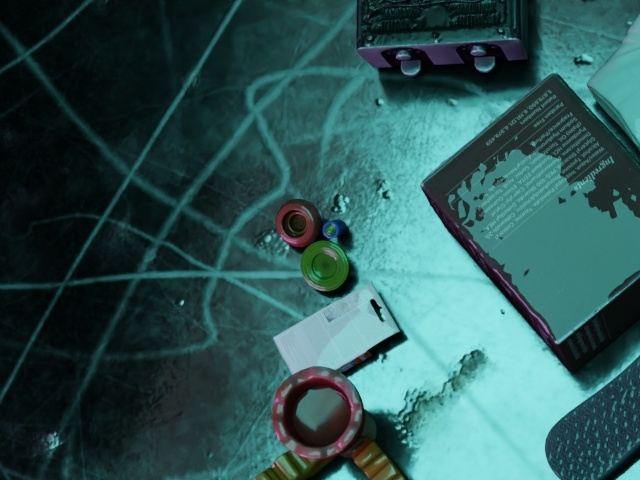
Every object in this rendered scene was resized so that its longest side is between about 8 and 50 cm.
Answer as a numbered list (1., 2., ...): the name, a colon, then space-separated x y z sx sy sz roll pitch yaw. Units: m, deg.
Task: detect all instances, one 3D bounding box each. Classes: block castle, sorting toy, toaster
1. block castle: 0.038 0.370 1.618 0.303 0.213 0.453 -41 72 1
2. sorting toy: 0.000 0.000 1.808 0.061 0.042 0.102 -35 84 19
3. toaster: 0.121 -0.263 1.798 0.168 0.110 0.186 -3 77 12

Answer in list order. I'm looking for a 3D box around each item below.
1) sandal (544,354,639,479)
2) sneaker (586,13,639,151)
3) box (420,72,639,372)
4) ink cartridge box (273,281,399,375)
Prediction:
1. sandal: 0.327 0.145 1.694 0.254 0.054 0.097 -32 65 14
2. sneaker: 0.393 -0.107 1.709 0.292 0.108 0.169 40 90 28
3. box: 0.228 -0.014 1.685 0.167 0.168 0.203 -39 71 1
4. ink cartridge box: 0.018 0.096 1.782 0.115 0.029 0.063 -30 72 4
